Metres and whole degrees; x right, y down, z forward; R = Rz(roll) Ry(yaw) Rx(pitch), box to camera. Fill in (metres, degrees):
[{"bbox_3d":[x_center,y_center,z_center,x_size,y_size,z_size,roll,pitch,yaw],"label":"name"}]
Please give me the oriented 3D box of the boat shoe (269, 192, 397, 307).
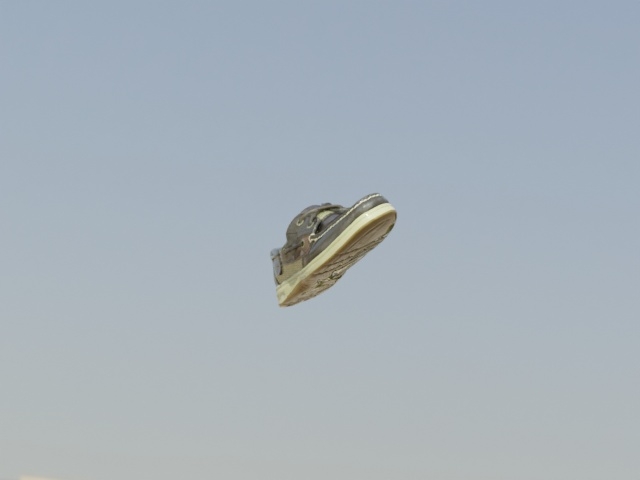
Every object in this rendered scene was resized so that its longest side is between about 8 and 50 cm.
[{"bbox_3d":[0.000,0.000,1.126,0.056,0.049,0.152,-22,-12,-34],"label":"boat shoe"}]
